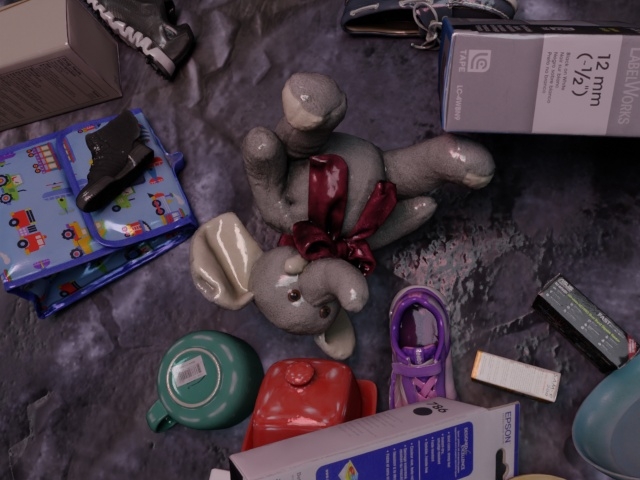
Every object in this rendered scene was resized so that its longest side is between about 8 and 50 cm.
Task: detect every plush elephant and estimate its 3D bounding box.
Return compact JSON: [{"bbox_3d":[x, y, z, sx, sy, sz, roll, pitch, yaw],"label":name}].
[{"bbox_3d":[0.000,0.000,0.768,0.330,0.271,0.256,-20,57,53],"label":"plush elephant"}]

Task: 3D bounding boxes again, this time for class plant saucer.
[{"bbox_3d":[0.407,0.153,0.625,0.317,0.317,0.044,-30,91,3],"label":"plant saucer"}]

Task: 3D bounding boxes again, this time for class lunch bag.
[{"bbox_3d":[-0.337,-0.057,0.956,0.293,0.138,0.221,-26,69,-12],"label":"lunch bag"}]

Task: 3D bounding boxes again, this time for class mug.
[{"bbox_3d":[-0.155,0.196,0.842,0.129,0.097,0.158,18,79,17],"label":"mug"}]

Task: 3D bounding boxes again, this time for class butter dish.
[{"bbox_3d":[-0.018,0.196,0.773,0.159,0.118,0.160,-1,35,13],"label":"butter dish"}]

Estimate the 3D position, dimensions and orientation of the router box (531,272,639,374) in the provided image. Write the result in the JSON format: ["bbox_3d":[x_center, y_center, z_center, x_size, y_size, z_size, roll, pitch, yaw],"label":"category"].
[{"bbox_3d":[0.314,0.101,0.764,0.038,0.092,0.122,-43,71,-2],"label":"router box"}]

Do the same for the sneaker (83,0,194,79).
[{"bbox_3d":[-0.295,-0.368,1.047,0.234,0.078,0.106,42,84,16],"label":"sneaker"}]

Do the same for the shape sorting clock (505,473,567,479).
[{"bbox_3d":[0.241,0.365,0.707,0.206,0.040,0.206,1,85,-7],"label":"shape sorting clock"}]

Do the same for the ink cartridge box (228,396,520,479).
[{"bbox_3d":[0.069,0.273,0.684,0.332,0.065,0.166,-6,100,-26],"label":"ink cartridge box"}]

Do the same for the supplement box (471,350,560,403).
[{"bbox_3d":[0.236,0.168,0.779,0.098,0.062,0.036,14,77,17],"label":"supplement box"}]

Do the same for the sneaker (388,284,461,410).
[{"bbox_3d":[0.126,0.166,0.783,0.095,0.104,0.237,-7,76,8],"label":"sneaker"}]

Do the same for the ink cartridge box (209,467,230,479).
[{"bbox_3d":[-0.061,0.402,0.749,0.171,0.100,0.237,4,69,14],"label":"ink cartridge box"}]

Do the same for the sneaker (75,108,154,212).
[{"bbox_3d":[-0.306,-0.116,0.905,0.089,0.051,0.170,37,54,5],"label":"sneaker"}]

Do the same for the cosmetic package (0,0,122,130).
[{"bbox_3d":[-0.499,-0.273,1.022,0.309,0.160,0.113,-13,72,8],"label":"cosmetic package"}]

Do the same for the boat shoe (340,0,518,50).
[{"bbox_3d":[0.150,-0.326,0.920,0.254,0.095,0.079,14,77,18],"label":"boat shoe"}]

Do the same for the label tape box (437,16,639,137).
[{"bbox_3d":[0.316,-0.198,0.745,0.347,0.249,0.115,2,112,8],"label":"label tape box"}]
